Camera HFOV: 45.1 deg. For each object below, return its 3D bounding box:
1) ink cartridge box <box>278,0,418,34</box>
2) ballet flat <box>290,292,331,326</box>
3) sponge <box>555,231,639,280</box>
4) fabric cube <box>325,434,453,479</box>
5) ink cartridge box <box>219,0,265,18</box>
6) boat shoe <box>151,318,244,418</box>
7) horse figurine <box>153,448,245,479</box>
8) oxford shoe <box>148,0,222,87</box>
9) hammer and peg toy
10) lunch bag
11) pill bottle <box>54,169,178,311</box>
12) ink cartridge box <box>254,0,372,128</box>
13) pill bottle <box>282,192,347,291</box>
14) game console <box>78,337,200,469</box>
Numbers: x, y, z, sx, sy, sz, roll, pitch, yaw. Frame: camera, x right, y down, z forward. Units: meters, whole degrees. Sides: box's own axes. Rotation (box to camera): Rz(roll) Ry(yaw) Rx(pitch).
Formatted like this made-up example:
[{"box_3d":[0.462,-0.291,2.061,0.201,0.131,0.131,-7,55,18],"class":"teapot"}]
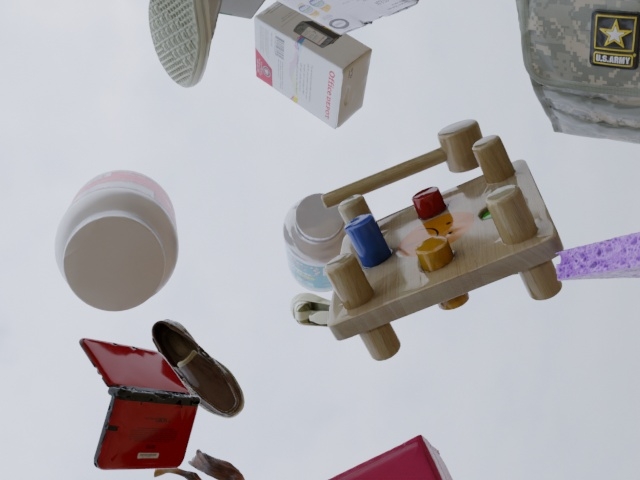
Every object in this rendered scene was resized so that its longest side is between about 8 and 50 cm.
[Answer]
[{"box_3d":[-0.004,-0.440,1.119,0.396,0.270,0.151,24,-94,-23],"class":"ink cartridge box"},{"box_3d":[-0.012,0.177,1.897,0.086,0.248,0.086,0,-91,-43],"class":"ballet flat"},{"box_3d":[0.298,0.010,0.621,0.117,0.210,0.031,1,-98,-16],"class":"sponge"},{"box_3d":[0.109,0.467,1.130,0.258,0.254,0.259,66,-175,24],"class":"fabric cube"},{"box_3d":[-0.223,-0.577,1.626,0.208,0.087,0.153,54,-148,14],"class":"ink cartridge box"},{"box_3d":[-0.260,0.260,1.571,0.095,0.257,0.095,-47,-22,-9],"class":"boat shoe"},{"box_3d":[-0.152,0.396,1.013,0.066,0.175,0.263,99,-179,-53],"class":"horse figurine"},{"box_3d":[-0.241,-0.484,1.479,0.130,0.169,0.449,-38,-24,-35],"class":"oxford shoe"},{"box_3d":[0.134,-0.015,0.933,0.127,0.266,0.361,61,-165,-18],"class":"hammer and peg toy"},{"box_3d":[0.368,-0.229,0.887,0.287,0.235,0.168,38,-109,-54],"class":"lunch bag"},{"box_3d":[-0.396,-0.003,1.520,0.229,0.407,0.229,-3,-76,-11],"class":"pill bottle"},{"box_3d":[-0.027,-0.478,2.079,0.131,0.306,0.226,-45,-21,-28],"class":"ink cartridge box"},{"box_3d":[0.000,0.000,1.538,0.264,0.146,0.146,87,-165,-69],"class":"pill bottle"},{"box_3d":[-0.212,0.185,0.867,0.144,0.085,0.124,27,-104,-59],"class":"game console"}]
